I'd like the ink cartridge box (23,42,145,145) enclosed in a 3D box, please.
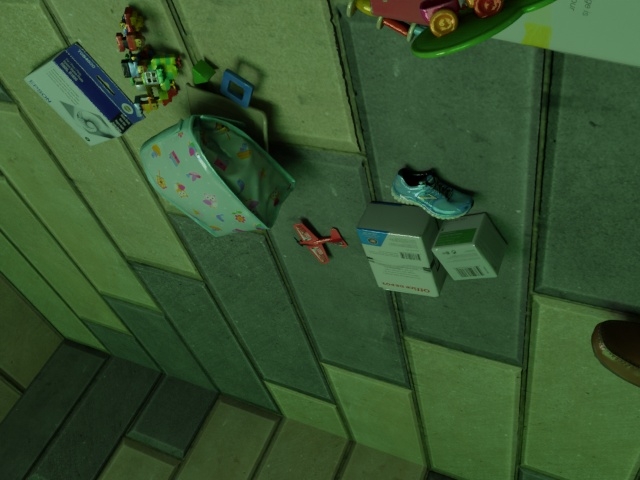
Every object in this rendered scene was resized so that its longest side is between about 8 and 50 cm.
[{"bbox_3d":[-0.551,-0.329,1.455,0.224,0.045,0.223,-8,133,43],"label":"ink cartridge box"}]

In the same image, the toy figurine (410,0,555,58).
[{"bbox_3d":[0.144,-0.294,0.624,0.173,0.130,0.159,-16,121,23],"label":"toy figurine"}]

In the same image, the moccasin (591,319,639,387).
[{"bbox_3d":[0.713,0.233,1.184,0.380,0.139,0.147,21,146,11],"label":"moccasin"}]

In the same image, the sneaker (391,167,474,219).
[{"bbox_3d":[0.211,-0.092,1.186,0.162,0.063,0.073,18,143,16],"label":"sneaker"}]

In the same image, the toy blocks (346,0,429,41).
[{"bbox_3d":[0.111,-0.332,0.896,0.148,0.054,0.123,25,-177,7],"label":"toy blocks"}]

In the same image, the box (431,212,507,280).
[{"bbox_3d":[0.297,0.014,1.244,0.101,0.087,0.102,-9,132,44],"label":"box"}]

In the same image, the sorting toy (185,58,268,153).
[{"bbox_3d":[-0.185,-0.236,1.307,0.196,0.047,0.348,25,148,13],"label":"sorting toy"}]

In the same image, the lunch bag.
[{"bbox_3d":[-0.220,-0.141,1.276,0.223,0.160,0.262,-9,136,49],"label":"lunch bag"}]

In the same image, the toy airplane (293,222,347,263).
[{"bbox_3d":[0.000,0.000,1.509,0.151,0.028,0.151,19,148,13],"label":"toy airplane"}]

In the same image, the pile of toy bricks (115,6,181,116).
[{"bbox_3d":[-0.325,-0.341,1.230,0.105,0.118,0.212,-6,135,-5],"label":"pile of toy bricks"}]

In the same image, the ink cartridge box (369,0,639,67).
[{"bbox_3d":[0.256,-0.367,0.671,0.384,0.160,0.279,19,147,17],"label":"ink cartridge box"}]

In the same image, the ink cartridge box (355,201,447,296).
[{"bbox_3d":[0.180,0.021,1.345,0.148,0.086,0.203,8,143,29],"label":"ink cartridge box"}]
